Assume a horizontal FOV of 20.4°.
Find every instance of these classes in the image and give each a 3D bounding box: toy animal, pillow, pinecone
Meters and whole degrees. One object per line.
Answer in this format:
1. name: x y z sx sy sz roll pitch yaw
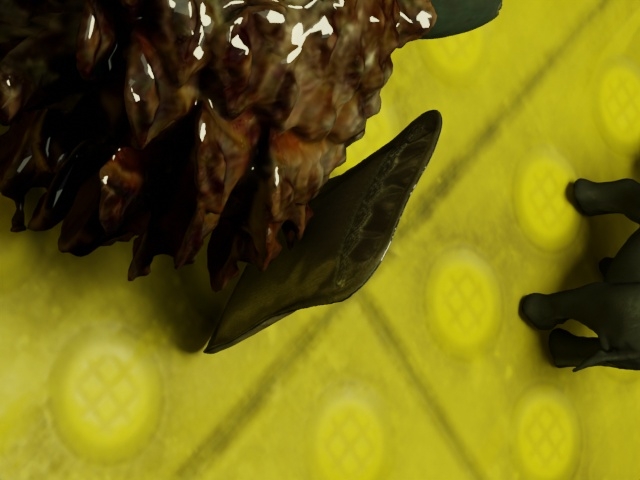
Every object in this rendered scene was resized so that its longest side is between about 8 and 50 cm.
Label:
1. toy animal: 0.256 0.009 1.320 0.114 0.146 0.245 39 59 -31
2. pillow: -0.001 0.000 1.043 0.033 0.217 0.130 34 63 -16
3. pinecone: -0.085 -0.123 0.962 0.296 0.242 0.298 2 94 -36

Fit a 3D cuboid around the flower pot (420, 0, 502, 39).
1. flower pot: 0.068 -0.246 1.155 0.157 0.189 0.243 9 59 -12
